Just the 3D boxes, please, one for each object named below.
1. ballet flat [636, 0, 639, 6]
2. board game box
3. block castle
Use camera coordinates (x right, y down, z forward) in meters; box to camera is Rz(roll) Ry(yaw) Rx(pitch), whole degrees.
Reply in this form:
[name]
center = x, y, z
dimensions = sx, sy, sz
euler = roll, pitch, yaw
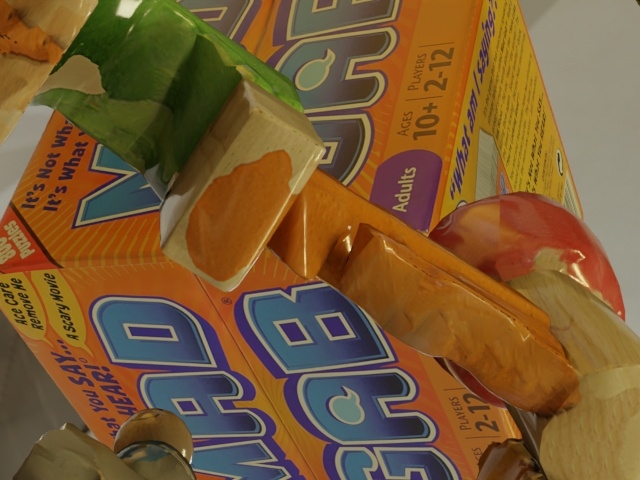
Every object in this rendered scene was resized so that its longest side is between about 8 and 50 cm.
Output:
[ballet flat]
center = 0.336, -0.152, 0.878
dimensions = 0.348, 0.123, 0.123
euler = 25, -54, 58
[board game box]
center = 0.000, 0.000, 1.189
dimensions = 0.356, 0.356, 0.356
euler = -5, -45, 22
[block castle]
center = -0.128, 0.025, 0.520
dimensions = 0.303, 0.453, 0.213
euler = -55, -165, 11
